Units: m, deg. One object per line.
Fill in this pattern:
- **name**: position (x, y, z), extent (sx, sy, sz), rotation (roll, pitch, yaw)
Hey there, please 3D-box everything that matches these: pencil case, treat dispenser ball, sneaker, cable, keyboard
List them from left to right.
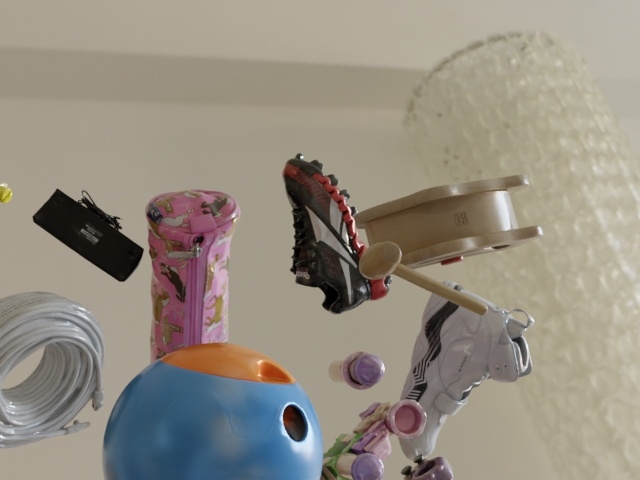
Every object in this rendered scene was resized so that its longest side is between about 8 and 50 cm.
- **cable**: position (-0.443, 0.194, 1.576), extent (0.257, 0.089, 0.257), rotation (-11, -55, -44)
- **keyboard**: position (-0.386, -0.011, 1.776), extent (0.192, 0.100, 0.038), rotation (36, -27, 1)
- **pencil case**: position (-0.219, 0.107, 1.757), extent (0.167, 0.160, 0.386), rotation (-31, -46, -51)
- **treat dispenser ball**: position (-0.141, 0.279, 1.375), extent (0.288, 0.288, 0.288), rotation (-11, -36, -8)
- **sneaker**: position (0.000, 0.000, 1.660), extent (0.135, 0.098, 0.276), rotation (-34, -74, -20)
- **sneaker**: position (0.281, 0.275, 2.021), extent (0.210, 0.365, 0.137), rotation (15, 6, 24)

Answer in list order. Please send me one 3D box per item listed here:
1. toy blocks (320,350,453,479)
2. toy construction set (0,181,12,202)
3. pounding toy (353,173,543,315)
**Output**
- **toy blocks**: position (0.072, 0.375, 1.729), extent (0.289, 0.309, 0.260), rotation (-39, 6, -20)
- **toy construction set**: position (-0.694, -0.065, 1.783), extent (0.328, 0.151, 0.215), rotation (38, -105, -52)
- **pounding toy**: position (0.138, 0.021, 1.217), extent (0.270, 0.154, 0.154), rotation (-10, -8, -33)
